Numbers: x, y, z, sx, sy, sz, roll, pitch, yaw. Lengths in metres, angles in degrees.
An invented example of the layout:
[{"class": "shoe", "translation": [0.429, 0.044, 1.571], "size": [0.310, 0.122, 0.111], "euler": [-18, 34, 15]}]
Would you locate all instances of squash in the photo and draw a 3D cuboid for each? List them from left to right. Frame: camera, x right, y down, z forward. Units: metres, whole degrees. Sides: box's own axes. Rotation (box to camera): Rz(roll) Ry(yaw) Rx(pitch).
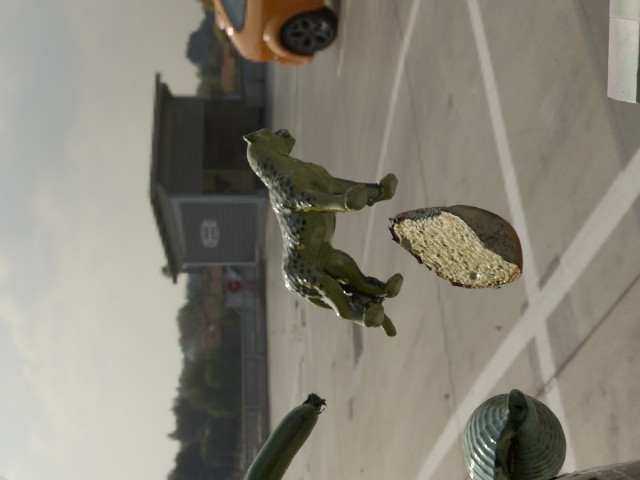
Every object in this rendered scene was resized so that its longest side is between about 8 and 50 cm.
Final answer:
[{"class": "squash", "translation": [-0.054, 0.298, 1.200], "size": [0.183, 0.052, 0.052], "euler": [-54, 0, -9]}]

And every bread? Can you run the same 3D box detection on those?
[{"class": "bread", "translation": [0.143, 0.000, 0.857], "size": [0.129, 0.126, 0.044], "euler": [-9, 48, 60]}]

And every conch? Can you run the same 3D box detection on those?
[{"class": "conch", "translation": [0.211, 0.235, 0.951], "size": [0.153, 0.102, 0.135], "euler": [46, -124, -31]}]

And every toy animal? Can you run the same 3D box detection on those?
[{"class": "toy animal", "translation": [0.000, 0.000, 0.717], "size": [0.073, 0.136, 0.181], "euler": [-42, -46, -40]}]

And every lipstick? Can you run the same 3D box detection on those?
[{"class": "lipstick", "translation": [0.385, -0.324, 0.976], "size": [0.068, 0.066, 0.317], "euler": [-133, 36, -66]}]

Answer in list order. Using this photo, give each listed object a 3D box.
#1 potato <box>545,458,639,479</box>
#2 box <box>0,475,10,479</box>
[{"class": "potato", "translation": [0.197, 0.232, 0.459], "size": [0.326, 0.243, 0.220], "euler": [138, 130, -82]}, {"class": "box", "translation": [-0.199, 0.184, 0.241], "size": [0.182, 0.175, 0.311], "euler": [40, -117, -45]}]
